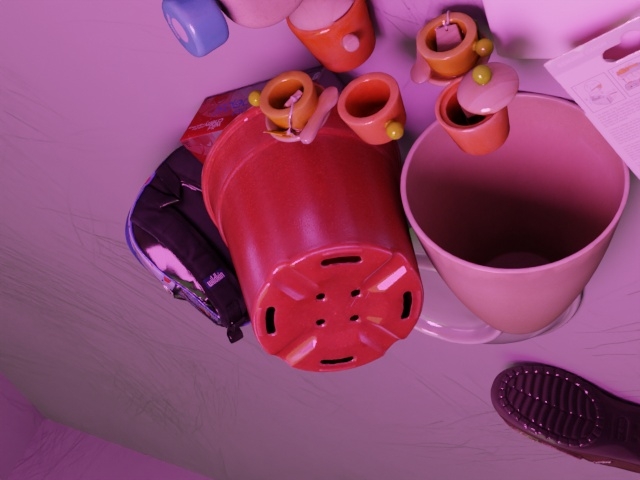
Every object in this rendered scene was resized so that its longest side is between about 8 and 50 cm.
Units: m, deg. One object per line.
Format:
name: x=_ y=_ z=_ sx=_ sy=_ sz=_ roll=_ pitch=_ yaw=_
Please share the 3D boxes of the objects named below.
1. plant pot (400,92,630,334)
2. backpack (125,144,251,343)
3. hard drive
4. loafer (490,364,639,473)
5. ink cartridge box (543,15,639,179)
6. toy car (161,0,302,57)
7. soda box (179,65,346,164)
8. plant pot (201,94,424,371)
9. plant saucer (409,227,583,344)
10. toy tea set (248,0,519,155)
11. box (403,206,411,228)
plant pot: x=0.246 y=0.002 z=1.192 sx=0.256 sy=0.256 sz=0.274 roll=14 pitch=151 yaw=22
backpack: x=-0.174 y=-0.019 z=1.519 sx=0.263 sy=0.276 sz=0.213 roll=40 pitch=162 yaw=-15
hard drive: x=0.239 y=-0.308 z=0.911 sx=0.210 sy=0.040 sz=0.318 roll=7 pitch=145 yaw=31
loafer: x=0.466 y=0.335 z=1.655 sx=0.366 sy=0.134 sz=0.130 roll=22 pitch=153 yaw=7
ink cartridge box: x=0.376 y=-0.159 z=0.981 sx=0.189 sy=0.066 sz=0.232 roll=-24 pitch=123 yaw=40
toy car: x=-0.123 y=-0.358 z=1.022 sx=0.238 sy=0.219 sz=0.210 roll=42 pitch=163 yaw=37
soda box: x=-0.076 y=-0.166 z=1.341 sx=0.263 sy=0.092 sz=0.083 roll=-7 pitch=139 yaw=45
plant pot: x=0.000 y=0.000 z=1.172 sx=0.272 sy=0.265 sz=0.272 roll=-7 pitch=130 yaw=-8
plant saucer: x=0.199 y=0.065 z=1.480 sx=0.400 sy=0.100 sz=0.400 roll=20 pitch=151 yaw=12
toy tea set: x=0.069 y=-0.204 z=1.049 sx=0.336 sy=0.200 sz=0.124 roll=11 pitch=155 yaw=32
box: x=0.038 y=-0.072 z=1.396 sx=0.186 sy=0.038 sz=0.145 roll=-7 pitch=110 yaw=47
